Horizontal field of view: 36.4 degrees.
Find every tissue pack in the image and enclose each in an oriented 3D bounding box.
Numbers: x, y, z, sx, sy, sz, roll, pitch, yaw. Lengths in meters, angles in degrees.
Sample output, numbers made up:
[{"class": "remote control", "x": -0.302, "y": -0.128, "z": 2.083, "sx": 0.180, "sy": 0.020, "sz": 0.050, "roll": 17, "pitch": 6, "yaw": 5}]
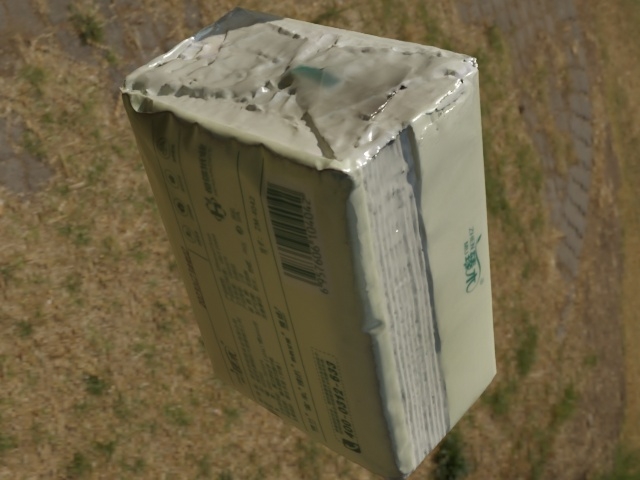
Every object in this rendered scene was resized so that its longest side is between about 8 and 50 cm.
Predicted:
[{"class": "tissue pack", "x": 0.000, "y": 0.000, "z": 0.932, "sx": 0.207, "sy": 0.297, "sz": 0.380, "roll": -40, "pitch": 138, "yaw": -31}]
